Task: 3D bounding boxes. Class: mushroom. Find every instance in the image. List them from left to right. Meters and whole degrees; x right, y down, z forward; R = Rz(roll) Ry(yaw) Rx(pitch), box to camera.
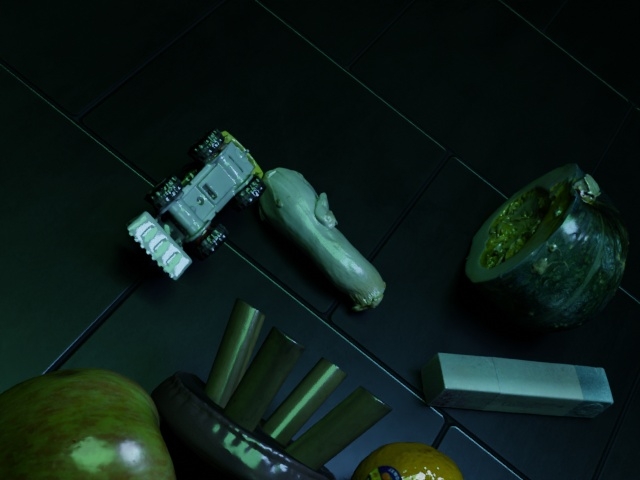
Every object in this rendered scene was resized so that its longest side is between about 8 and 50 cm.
[{"bbox_3d":[-0.001,-0.001,1.738,0.099,0.096,0.278,-39,78,-11],"label":"mushroom"}]

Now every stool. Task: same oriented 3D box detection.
[{"bbox_3d":[-0.062,0.212,1.402,0.272,0.272,0.178,36,86,-1],"label":"stool"}]

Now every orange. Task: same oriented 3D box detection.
[{"bbox_3d":[0.119,0.363,1.495,0.177,0.155,0.177,9,57,-14],"label":"orange"}]

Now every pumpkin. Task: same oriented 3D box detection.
[{"bbox_3d":[0.400,0.028,1.822,0.197,0.263,0.293,41,34,-11],"label":"pumpkin"}]

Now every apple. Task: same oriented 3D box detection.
[{"bbox_3d":[-0.297,0.277,1.271,0.264,0.264,0.264,14,52,-19],"label":"apple"}]

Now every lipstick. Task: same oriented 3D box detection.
[{"bbox_3d":[0.316,0.233,1.752,0.317,0.066,0.068,8,54,-23],"label":"lipstick"}]

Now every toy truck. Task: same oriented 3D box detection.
[{"bbox_3d":[-0.190,-0.054,1.657,0.136,0.111,0.286,48,50,-11],"label":"toy truck"}]
